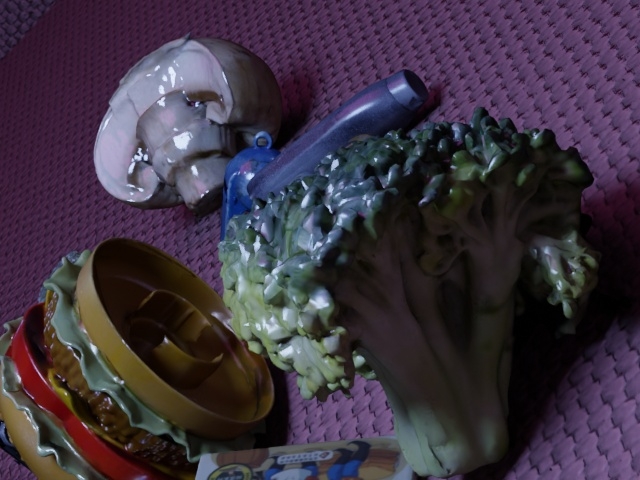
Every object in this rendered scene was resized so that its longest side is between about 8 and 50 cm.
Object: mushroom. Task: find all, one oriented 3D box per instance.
[{"bbox_3d":[-0.139,-0.131,2.244,0.254,0.189,0.195,-44,67,33],"label":"mushroom"}]

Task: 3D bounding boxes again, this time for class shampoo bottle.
[{"bbox_3d":[0.022,-0.108,2.013,0.234,0.087,0.049,-37,57,26],"label":"shampoo bottle"}]

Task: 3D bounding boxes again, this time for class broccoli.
[{"bbox_3d":[0.091,0.046,1.463,0.293,0.281,0.348,-13,2,25],"label":"broccoli"}]

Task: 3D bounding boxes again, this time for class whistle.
[{"bbox_3d":[-0.073,-0.054,2.133,0.090,0.090,0.158,-118,30,-65],"label":"whistle"}]

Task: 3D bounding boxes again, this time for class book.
[{"bbox_3d":[-0.025,0.265,1.487,0.202,0.027,0.264,-7,36,14],"label":"book"}]

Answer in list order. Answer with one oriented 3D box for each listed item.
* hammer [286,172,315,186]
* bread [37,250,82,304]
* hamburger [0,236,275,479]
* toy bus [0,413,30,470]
[{"bbox_3d":[0.000,0.000,1.931,0.116,0.069,0.194,-51,31,-3],"label":"hammer"},{"bbox_3d":[-0.330,0.088,2.388,0.172,0.064,0.232,-35,29,37],"label":"bread"},{"bbox_3d":[-0.199,0.155,1.799,0.212,0.274,0.274,-46,23,21],"label":"hamburger"},{"bbox_3d":[-0.277,0.222,1.928,0.083,0.194,0.088,-13,40,54],"label":"toy bus"}]
